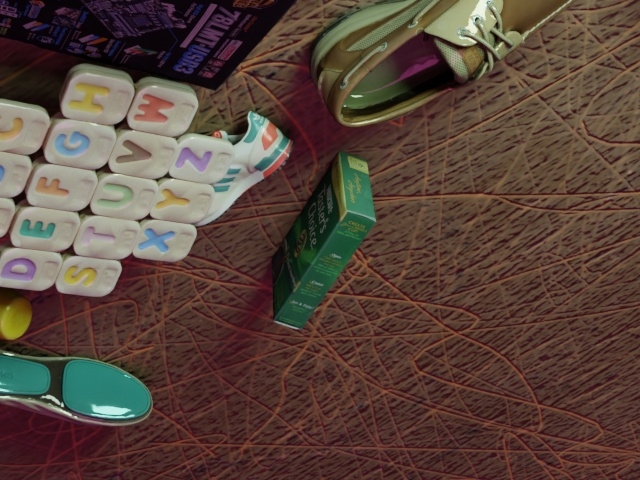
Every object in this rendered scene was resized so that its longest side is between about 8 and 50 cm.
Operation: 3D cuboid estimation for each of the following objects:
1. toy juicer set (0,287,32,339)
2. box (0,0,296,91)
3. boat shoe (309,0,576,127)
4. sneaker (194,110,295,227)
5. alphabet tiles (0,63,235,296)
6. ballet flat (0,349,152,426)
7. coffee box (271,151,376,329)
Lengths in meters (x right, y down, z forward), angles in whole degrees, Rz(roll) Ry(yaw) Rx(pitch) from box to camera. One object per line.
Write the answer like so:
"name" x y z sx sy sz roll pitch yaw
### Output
"toy juicer set" -0.422 0.005 1.446 0.089 0.209 0.329 18 129 26
"box" -0.189 -0.239 1.231 0.293 0.073 0.295 10 166 -18
"boat shoe" 0.142 -0.207 1.372 0.324 0.120 0.122 -29 129 17
"sneaker" -0.107 -0.082 1.503 0.161 0.057 0.075 -36 109 25
"alphabet tiles" -0.238 -0.054 1.419 0.278 0.021 0.284 9 126 -30
"ballet flat" -0.337 0.186 1.697 0.248 0.086 0.086 17 127 -19
"coffee box" 0.000 0.000 1.545 0.040 0.113 0.184 20 128 -20
